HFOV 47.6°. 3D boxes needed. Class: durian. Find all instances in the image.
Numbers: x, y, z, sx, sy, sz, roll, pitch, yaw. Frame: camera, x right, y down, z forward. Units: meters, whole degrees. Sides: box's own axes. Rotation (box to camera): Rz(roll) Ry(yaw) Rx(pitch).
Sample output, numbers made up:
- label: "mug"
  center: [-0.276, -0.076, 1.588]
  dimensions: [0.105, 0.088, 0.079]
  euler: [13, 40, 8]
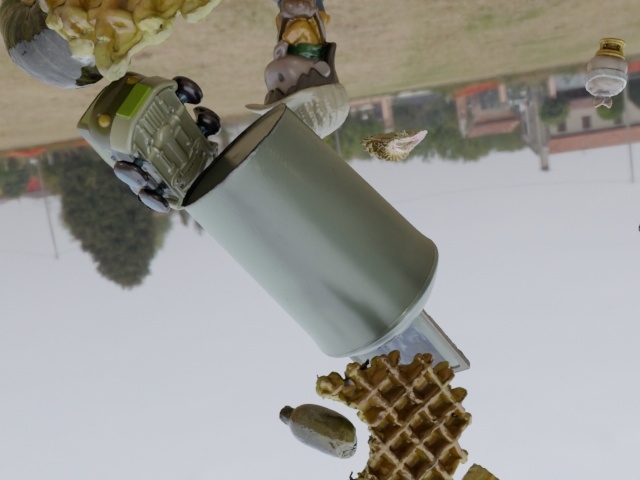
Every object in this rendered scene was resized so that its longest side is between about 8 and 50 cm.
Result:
- label: "durian"
  center: [0.209, -0.252, 1.936]
  dimensions: [0.224, 0.078, 0.140]
  euler: [-14, -170, -33]

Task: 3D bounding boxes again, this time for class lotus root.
- label: "lotus root"
  center: [-0.006, 0.406, 1.565]
  dimensions: [0.192, 0.113, 0.088]
  euler: [17, -126, 24]

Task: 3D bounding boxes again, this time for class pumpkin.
- label: "pumpkin"
  center: [-0.390, -0.366, 1.175]
  dimensions: [0.260, 0.260, 0.189]
  euler: [-3, 161, 36]

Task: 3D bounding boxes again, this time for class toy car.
- label: "toy car"
  center: [-0.309, -0.179, 1.249]
  dimensions: [0.198, 0.204, 0.248]
  euler: [19, 160, 26]

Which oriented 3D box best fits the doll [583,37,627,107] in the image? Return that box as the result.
- label: "doll"
  center: [0.527, -0.306, 1.352]
  dimensions: [0.073, 0.127, 0.084]
  euler: [11, -178, -5]

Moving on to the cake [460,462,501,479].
- label: "cake"
  center: [0.414, 0.726, 1.740]
  dimensions: [0.286, 0.227, 0.222]
  euler: [34, -116, 22]

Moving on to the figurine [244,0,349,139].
- label: "figurine"
  center: [-0.026, -0.351, 1.440]
  dimensions: [0.205, 0.332, 0.185]
  euler: [17, 169, -25]

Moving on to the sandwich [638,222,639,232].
- label: "sandwich"
  center: [0.583, -0.049, 1.003]
  dimensions: [0.301, 0.161, 0.250]
  euler: [10, -155, -20]

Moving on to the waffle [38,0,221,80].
- label: "waffle"
  center: [-0.150, -0.266, 0.640]
  dimensions: [0.238, 0.243, 0.059]
  euler: [-39, 151, 3]

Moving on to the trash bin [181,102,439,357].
- label: "trash bin"
  center: [0.000, 0.000, 1.261]
  dimensions: [0.280, 0.432, 0.280]
  euler: [-40, -162, 16]

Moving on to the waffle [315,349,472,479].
- label: "waffle"
  center: [0.114, 0.304, 1.102]
  dimensions: [0.260, 0.292, 0.069]
  euler: [-3, -172, -24]

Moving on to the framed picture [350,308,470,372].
- label: "framed picture"
  center: [0.142, 0.201, 1.549]
  dimensions: [0.232, 0.315, 0.024]
  euler: [-26, -152, 32]
